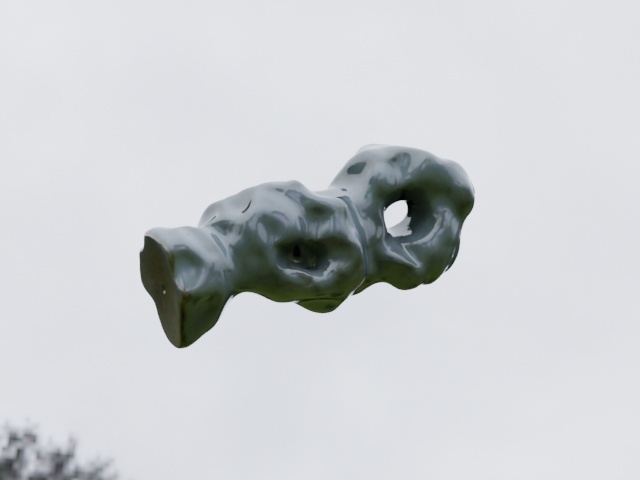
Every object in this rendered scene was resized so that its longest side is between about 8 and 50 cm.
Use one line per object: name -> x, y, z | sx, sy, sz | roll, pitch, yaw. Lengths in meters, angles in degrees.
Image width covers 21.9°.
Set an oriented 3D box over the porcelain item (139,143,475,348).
porcelain item -> 0.000, 0.000, 0.382 | 0.083, 0.036, 0.028 | -19, 1, -26
